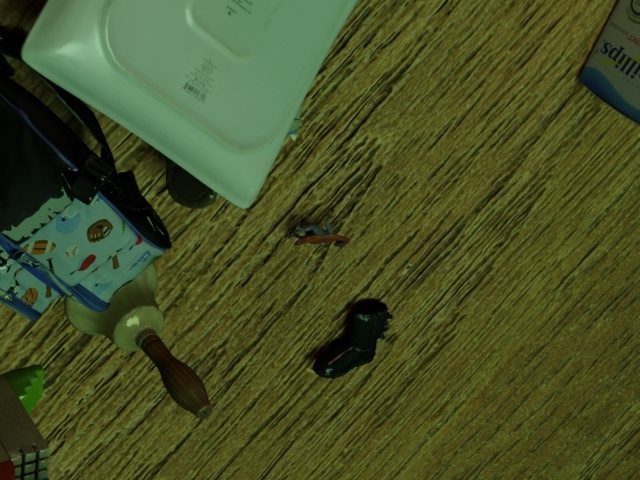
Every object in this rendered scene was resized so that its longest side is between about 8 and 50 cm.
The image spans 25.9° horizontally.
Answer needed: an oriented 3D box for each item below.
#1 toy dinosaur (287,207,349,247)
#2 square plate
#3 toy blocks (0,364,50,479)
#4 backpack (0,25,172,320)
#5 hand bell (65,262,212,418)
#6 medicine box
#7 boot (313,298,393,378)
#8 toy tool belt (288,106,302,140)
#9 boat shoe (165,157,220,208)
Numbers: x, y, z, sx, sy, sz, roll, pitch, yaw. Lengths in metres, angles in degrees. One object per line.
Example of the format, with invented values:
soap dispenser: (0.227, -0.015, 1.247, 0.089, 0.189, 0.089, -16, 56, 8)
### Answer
toy dinosaur: (0.000, 0.000, 1.834, 0.082, 0.090, 0.047, 20, 130, -13)
square plate: (-0.098, -0.251, 1.455, 0.347, 0.049, 0.344, 35, 78, -43)
toy blocks: (-0.446, 0.299, 1.571, 0.381, 0.261, 0.190, -13, 130, -32)
backpack: (-0.288, -0.038, 1.433, 0.213, 0.276, 0.263, -43, 146, 6)
hand bell: (-0.196, 0.131, 1.647, 0.126, 0.242, 0.126, -22, 135, -24)
medicine box: (0.554, -0.300, 1.967, 0.264, 0.149, 0.289, 4, 119, -41)
boot: (0.047, 0.140, 2.002, 0.121, 0.045, 0.099, -16, 135, -38)
toy tool belt: (-0.061, -0.136, 1.680, 0.083, 0.052, 0.051, -17, 124, -27)
boat shoe: (-0.117, -0.168, 1.600, 0.095, 0.095, 0.257, -37, 148, -69)
